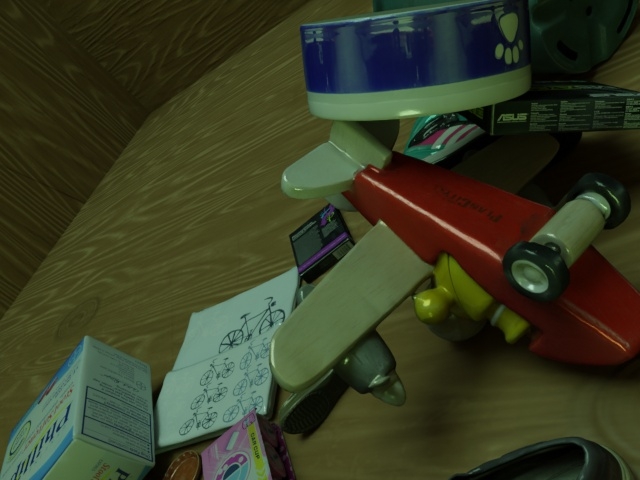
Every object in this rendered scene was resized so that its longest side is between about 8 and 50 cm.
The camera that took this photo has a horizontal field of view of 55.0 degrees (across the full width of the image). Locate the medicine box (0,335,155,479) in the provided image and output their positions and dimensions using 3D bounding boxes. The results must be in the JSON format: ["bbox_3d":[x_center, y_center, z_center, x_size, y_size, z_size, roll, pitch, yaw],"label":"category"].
[{"bbox_3d":[-0.433,0.366,1.087,0.263,0.149,0.289,-51,27,9],"label":"medicine box"}]

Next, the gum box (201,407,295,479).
[{"bbox_3d":[-0.096,0.326,0.829,0.107,0.062,0.188,-41,28,5],"label":"gum box"}]

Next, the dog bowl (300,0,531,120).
[{"bbox_3d":[0.110,-0.220,0.727,0.264,0.104,0.265,-7,20,3],"label":"dog bowl"}]

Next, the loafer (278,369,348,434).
[{"bbox_3d":[-0.004,0.213,0.875,0.148,0.056,0.050,-41,26,-15],"label":"loafer"}]

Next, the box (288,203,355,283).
[{"bbox_3d":[0.000,0.000,1.178,0.116,0.029,0.162,-38,30,11],"label":"box"}]

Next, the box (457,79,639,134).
[{"bbox_3d":[0.278,-0.169,0.762,0.190,0.045,0.184,-2,18,-1],"label":"box"}]

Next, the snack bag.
[{"bbox_3d":[-0.176,0.209,1.120,0.323,0.037,0.343,-26,33,31],"label":"snack bag"}]

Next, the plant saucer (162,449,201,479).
[{"bbox_3d":[-0.220,0.376,0.977,0.083,0.013,0.083,-33,30,21],"label":"plant saucer"}]

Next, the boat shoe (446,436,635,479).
[{"bbox_3d":[0.143,0.263,0.568,0.285,0.092,0.103,-36,32,18],"label":"boat shoe"}]

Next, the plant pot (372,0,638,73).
[{"bbox_3d":[0.322,-0.428,1.046,0.341,0.341,0.334,-49,36,-9],"label":"plant pot"}]

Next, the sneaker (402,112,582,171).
[{"bbox_3d":[0.254,-0.166,0.981,0.295,0.124,0.178,-20,39,28],"label":"sneaker"}]

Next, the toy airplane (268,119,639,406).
[{"bbox_3d":[0.136,0.009,0.728,0.385,0.272,0.384,-7,43,5],"label":"toy airplane"}]
